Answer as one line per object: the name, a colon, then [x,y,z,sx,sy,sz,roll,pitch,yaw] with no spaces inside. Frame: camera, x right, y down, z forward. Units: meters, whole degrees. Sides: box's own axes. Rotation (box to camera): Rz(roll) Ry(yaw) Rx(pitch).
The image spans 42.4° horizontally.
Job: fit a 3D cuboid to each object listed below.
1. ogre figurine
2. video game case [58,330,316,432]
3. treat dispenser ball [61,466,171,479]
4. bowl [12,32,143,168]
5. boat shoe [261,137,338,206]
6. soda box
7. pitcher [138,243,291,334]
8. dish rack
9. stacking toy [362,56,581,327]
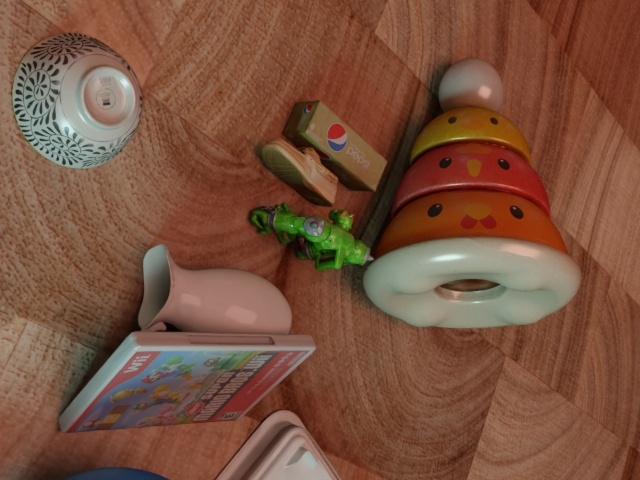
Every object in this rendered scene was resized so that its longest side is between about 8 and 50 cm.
ogre figurine: [0.000,0.000,1.259,0.197,0.118,0.097,52,60,-34]
video game case: [-0.168,0.186,1.081,0.285,0.204,0.025,8,47,-43]
treat dispenser ball: [-0.241,0.409,0.944,0.288,0.288,0.288,-4,96,-43]
bowl: [-0.277,-0.172,1.007,0.170,0.080,0.170,-5,97,-44]
boat shoe: [-0.028,-0.115,1.266,0.170,0.063,0.059,42,62,-48]
soda box: [0.026,-0.147,1.313,0.181,0.058,0.061,36,69,-39]
pitcher: [-0.153,0.117,1.124,0.207,0.125,0.177,22,80,-33]
dish rack: [-0.048,0.466,1.287,0.285,0.072,0.333,-48,125,-31]
stacking toy: [0.250,-0.109,1.423,0.351,0.351,0.480,25,58,-42]
